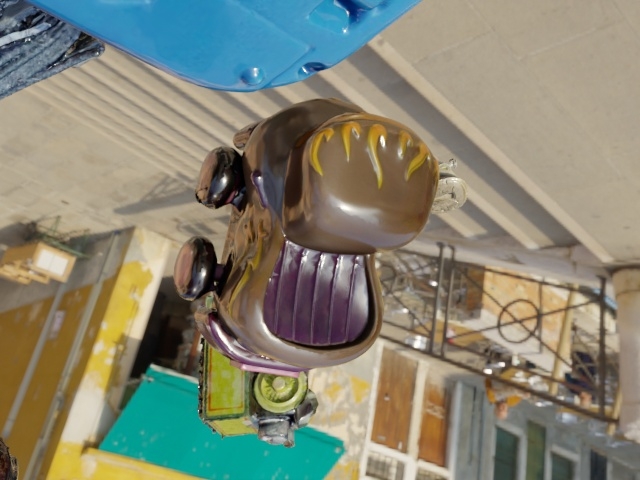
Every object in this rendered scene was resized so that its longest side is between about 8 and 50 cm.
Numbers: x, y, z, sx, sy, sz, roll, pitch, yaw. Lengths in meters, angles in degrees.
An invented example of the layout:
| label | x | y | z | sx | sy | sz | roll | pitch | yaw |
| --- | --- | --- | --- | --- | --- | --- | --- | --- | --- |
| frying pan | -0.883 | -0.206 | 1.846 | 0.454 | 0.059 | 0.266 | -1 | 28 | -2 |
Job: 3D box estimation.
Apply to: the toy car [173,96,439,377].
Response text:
| label | x | y | z | sx | sy | sz | roll | pitch | yaw |
| --- | --- | --- | --- | --- | --- | --- | --- | --- | --- |
| toy car | 0.000 | 0.000 | 0.779 | 0.271 | 0.341 | 0.240 | 14 | 174 | -31 |

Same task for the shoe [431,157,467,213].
| label | x | y | z | sx | sy | sz | roll | pitch | yaw |
| --- | --- | --- | --- | --- | --- | --- | --- | --- | --- |
| shoe | 0.164 | -0.092 | 1.154 | 0.180 | 0.092 | 0.089 | -16 | 132 | 19 |

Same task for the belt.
| label | x | y | z | sx | sy | sz | roll | pitch | yaw |
| --- | --- | --- | --- | --- | --- | --- | --- | --- | --- |
| belt | -0.316 | -0.187 | 0.600 | 0.218 | 0.128 | 0.122 | -25 | 129 | 1 |

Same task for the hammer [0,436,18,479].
| label | x | y | z | sx | sy | sz | roll | pitch | yaw |
| --- | --- | --- | --- | --- | --- | --- | --- | --- | --- |
| hammer | -0.470 | 0.101 | 0.604 | 0.242 | 0.095 | 0.409 | -11 | 112 | 24 |

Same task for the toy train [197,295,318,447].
| label | x | y | z | sx | sy | sz | roll | pitch | yaw |
| --- | --- | --- | --- | --- | --- | --- | --- | --- | --- |
| toy train | -0.100 | 0.201 | 1.059 | 0.177 | 0.261 | 0.134 | -7 | 149 | 5 |

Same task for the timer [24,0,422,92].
| label | x | y | z | sx | sy | sz | roll | pitch | yaw |
| --- | --- | --- | --- | --- | --- | --- | --- | --- | --- |
| timer | -0.047 | -0.218 | 0.313 | 0.309 | 0.115 | 0.340 | -31 | 145 | 32 |
